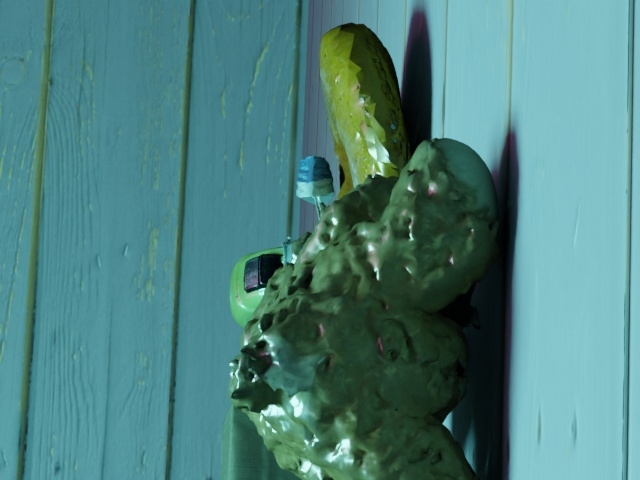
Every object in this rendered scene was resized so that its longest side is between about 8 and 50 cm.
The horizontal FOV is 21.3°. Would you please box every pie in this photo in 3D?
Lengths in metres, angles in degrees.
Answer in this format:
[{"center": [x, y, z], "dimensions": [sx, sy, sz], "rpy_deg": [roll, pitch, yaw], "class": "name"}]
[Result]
[{"center": [0.043, -0.066, 1.465], "dimensions": [0.273, 0.069, 0.273], "rpy_deg": [-7, -90, -87], "class": "pie"}]

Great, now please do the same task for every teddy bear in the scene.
[{"center": [0.022, 0.080, 1.060], "dimensions": [0.256, 0.156, 0.267], "rpy_deg": [110, 161, -84], "class": "teddy bear"}]

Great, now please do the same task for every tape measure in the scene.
[{"center": [-0.023, 0.054, 1.869], "dimensions": [0.177, 0.154, 0.087], "rpy_deg": [90, 179, -66], "class": "tape measure"}]

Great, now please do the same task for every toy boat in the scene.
[{"center": [-0.001, -0.009, 1.503], "dimensions": [0.105, 0.034, 0.149], "rpy_deg": [71, -166, -63], "class": "toy boat"}]

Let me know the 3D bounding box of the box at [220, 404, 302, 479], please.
[{"center": [-0.011, 0.268, 1.408], "dimensions": [0.231, 0.155, 0.149], "rpy_deg": [-94, 7, -52], "class": "box"}]
